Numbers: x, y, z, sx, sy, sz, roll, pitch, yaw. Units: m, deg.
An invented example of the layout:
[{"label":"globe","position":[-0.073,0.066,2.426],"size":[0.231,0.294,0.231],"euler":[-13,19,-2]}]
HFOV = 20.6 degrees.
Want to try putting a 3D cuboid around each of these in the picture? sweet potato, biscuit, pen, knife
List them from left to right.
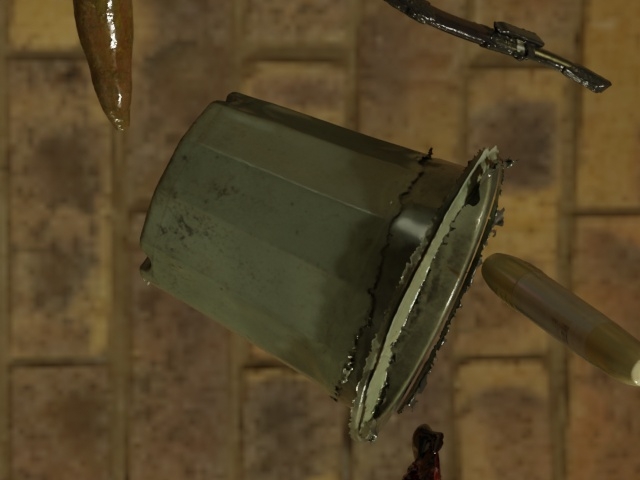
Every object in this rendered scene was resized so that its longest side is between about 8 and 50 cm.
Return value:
[{"label":"sweet potato","position":[-0.261,-0.253,2.109],"size":[0.077,0.077,0.244],"euler":[-130,-139,-78]},{"label":"biscuit","position":[0.081,0.308,1.841],"size":[0.235,0.063,0.151],"euler":[-44,141,-48]},{"label":"knife","position":[0.126,-0.150,1.283],"size":[0.021,0.222,0.045],"euler":[-58,-157,27]},{"label":"pen","position":[0.155,0.051,1.112],"size":[0.040,0.032,0.233],"euler":[52,-3,-23]}]

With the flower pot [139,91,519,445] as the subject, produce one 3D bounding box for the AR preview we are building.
[{"label":"flower pot","position":[0.000,0.000,1.521],"size":[0.290,0.259,0.290],"euler":[-57,164,-26]}]
